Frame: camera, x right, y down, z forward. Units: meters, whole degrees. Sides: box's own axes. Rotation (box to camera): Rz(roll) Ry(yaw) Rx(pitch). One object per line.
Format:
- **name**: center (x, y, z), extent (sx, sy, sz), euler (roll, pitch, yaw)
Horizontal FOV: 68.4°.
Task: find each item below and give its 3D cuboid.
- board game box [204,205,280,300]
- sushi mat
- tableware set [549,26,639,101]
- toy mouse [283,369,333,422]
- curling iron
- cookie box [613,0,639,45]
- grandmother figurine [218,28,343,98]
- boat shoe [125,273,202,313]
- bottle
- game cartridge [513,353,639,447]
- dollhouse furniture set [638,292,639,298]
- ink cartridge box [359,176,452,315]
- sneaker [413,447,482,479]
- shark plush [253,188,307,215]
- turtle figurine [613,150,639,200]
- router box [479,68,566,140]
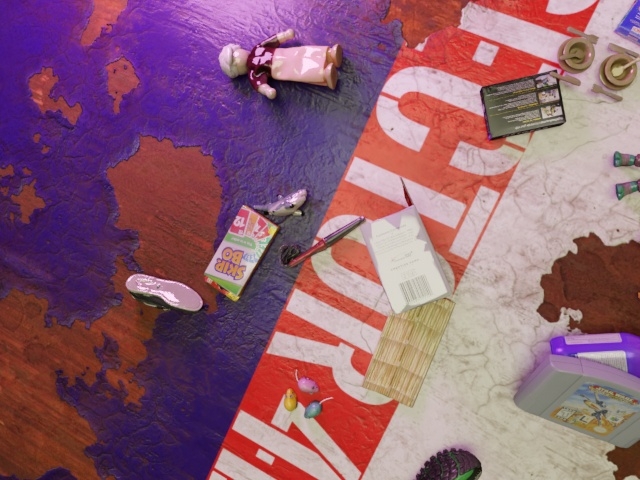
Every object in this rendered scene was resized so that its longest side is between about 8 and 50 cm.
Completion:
- **board game box**: center (-0.233, 0.041, 1.360), extent (0.124, 0.039, 0.259), euler (33, 101, 11)
- **sushi mat**: center (0.234, 0.281, 1.267), extent (0.152, 0.019, 0.316), euler (22, 96, 12)
- **tableware set**: center (0.660, -0.423, 1.113), extent (0.194, 0.039, 0.128), euler (21, 90, 0)
- **toy mouse**: center (-0.036, 0.447, 1.327), extent (0.143, 0.031, 0.160), euler (0, 92, 13)
- **curling iron**: center (0.000, 0.000, 1.303), extent (0.274, 0.035, 0.068), euler (-26, 86, 13)
- **cookie box**: center (0.769, -0.523, 1.109), extent (0.092, 0.040, 0.107), euler (35, 98, 9)
- **grandmother figurine**: center (-0.122, -0.479, 1.290), extent (0.343, 0.104, 0.207), euler (10, 67, 15)
- **boat shoe**: center (-0.460, 0.169, 1.404), extent (0.233, 0.084, 0.079), euler (16, 133, 5)
- **bottle**: center (0.695, 0.274, 1.098), extent (0.283, 0.092, 0.118), euler (-10, 115, 23)
- **game cartridge**: center (0.637, 0.373, 1.096), extent (0.298, 0.062, 0.198), euler (20, 133, 2)
- **dollhouse furniture set**: center (0.806, 0.191, 1.106), extent (0.152, 0.076, 0.058), euler (40, 101, 8)
- **ink cartridge box**: center (0.191, 0.020, 1.113), extent (0.130, 0.309, 0.271), euler (-22, 81, 9)
- **sneaker**: center (0.303, 0.681, 1.222), extent (0.146, 0.134, 0.343), euler (36, 108, 3)
- **shark plush**: center (-0.110, -0.101, 1.333), extent (0.161, 0.073, 0.067), euler (-13, 69, 33)
- **turtle figurine**: center (0.809, -0.163, 1.074), extent (0.234, 0.118, 0.175), euler (-6, 75, 28)
- **router box**: center (0.501, -0.335, 1.173), extent (0.179, 0.046, 0.133), euler (-10, 89, 12)
